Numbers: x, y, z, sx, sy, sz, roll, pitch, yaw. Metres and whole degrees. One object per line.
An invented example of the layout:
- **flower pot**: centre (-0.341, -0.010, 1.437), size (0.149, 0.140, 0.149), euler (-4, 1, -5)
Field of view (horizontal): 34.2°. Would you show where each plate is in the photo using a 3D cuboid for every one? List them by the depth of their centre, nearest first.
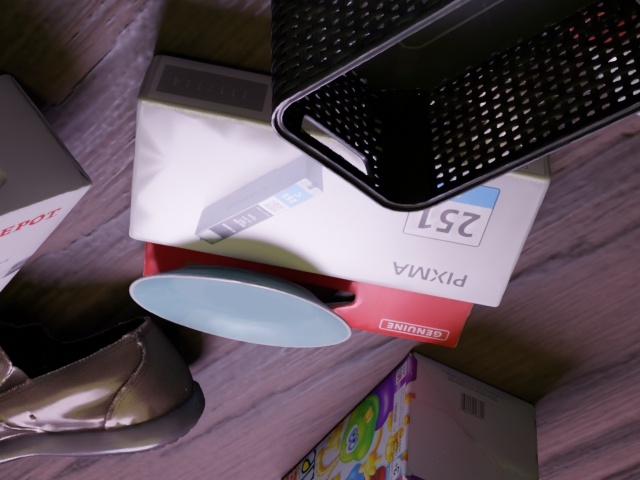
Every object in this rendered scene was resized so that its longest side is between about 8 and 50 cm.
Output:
- **plate**: centre (-0.065, 0.052, 0.869), size (0.188, 0.024, 0.188), euler (9, 160, 3)

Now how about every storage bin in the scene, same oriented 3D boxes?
- **storage bin**: centre (0.073, -0.101, 0.509), size (0.180, 0.084, 0.122), euler (-26, 140, 32)

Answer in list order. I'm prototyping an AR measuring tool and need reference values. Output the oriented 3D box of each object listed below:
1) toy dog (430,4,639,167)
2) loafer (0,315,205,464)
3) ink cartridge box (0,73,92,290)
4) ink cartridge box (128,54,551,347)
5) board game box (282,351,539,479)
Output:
- **toy dog**: centre (0.113, -0.202, 0.580), size (0.220, 0.161, 0.333), euler (-11, 146, 15)
- **loafer**: centre (-0.295, 0.132, 0.977), size (0.366, 0.134, 0.130), euler (-9, 106, 4)
- **ink cartridge box**: centre (-0.330, 0.013, 0.779), size (0.273, 0.198, 0.115), euler (-41, 84, 36)
- **ink cartridge box**: centre (0.000, 0.000, 0.824), size (0.296, 0.066, 0.261), euler (11, 134, -2)
- **board game box**: centre (0.072, 0.258, 1.013), size (0.144, 0.142, 0.275), euler (25, 133, -15)
